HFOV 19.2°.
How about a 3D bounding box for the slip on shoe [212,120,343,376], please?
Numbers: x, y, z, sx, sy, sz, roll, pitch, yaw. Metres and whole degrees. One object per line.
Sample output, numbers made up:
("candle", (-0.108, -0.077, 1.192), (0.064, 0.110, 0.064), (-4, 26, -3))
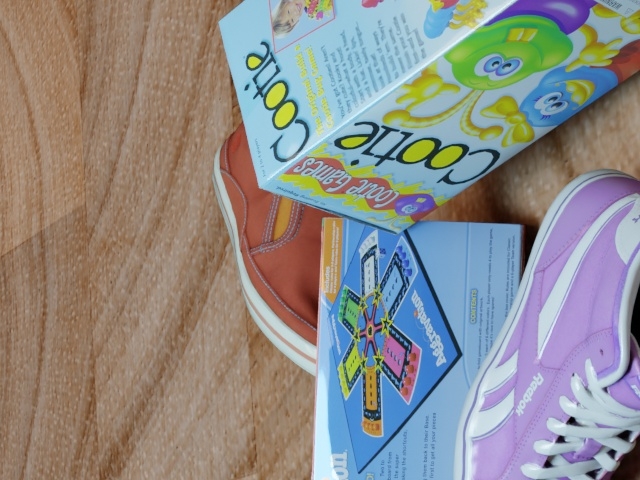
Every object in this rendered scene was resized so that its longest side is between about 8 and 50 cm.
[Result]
("slip on shoe", (0.000, 0.000, 1.474), (0.101, 0.123, 0.331), (-61, 34, 30))

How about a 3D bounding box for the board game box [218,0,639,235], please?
("board game box", (0.087, -0.143, 1.235), (0.275, 0.142, 0.144), (-34, 55, 32))

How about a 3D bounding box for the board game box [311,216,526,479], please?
("board game box", (0.067, 0.126, 1.331), (0.027, 0.145, 0.281), (16, -104, -80))

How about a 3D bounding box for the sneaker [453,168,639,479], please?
("sneaker", (0.161, 0.106, 1.160), (0.161, 0.102, 0.282), (-129, 49, -68))
